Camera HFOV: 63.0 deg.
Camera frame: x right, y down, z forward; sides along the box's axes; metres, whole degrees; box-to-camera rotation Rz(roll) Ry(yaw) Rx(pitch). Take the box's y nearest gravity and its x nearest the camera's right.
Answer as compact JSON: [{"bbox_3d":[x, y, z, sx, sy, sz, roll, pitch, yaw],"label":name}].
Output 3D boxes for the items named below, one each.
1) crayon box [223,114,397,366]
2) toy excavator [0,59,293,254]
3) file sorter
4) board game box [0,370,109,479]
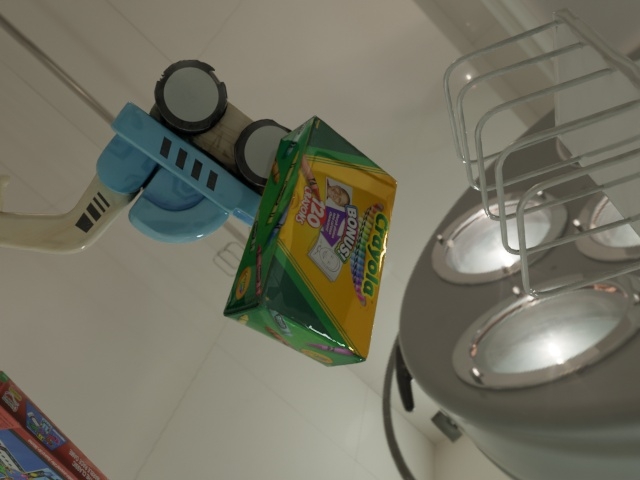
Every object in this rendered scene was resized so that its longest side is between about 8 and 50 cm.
[{"bbox_3d":[0.000,0.000,0.672,0.081,0.165,0.278,-22,-136,45],"label":"crayon box"},{"bbox_3d":[-0.307,-0.084,0.859,0.445,0.433,0.222,-56,-169,-3],"label":"toy excavator"},{"bbox_3d":[0.271,-0.104,0.618,0.173,0.193,0.278,-18,-136,9],"label":"file sorter"},{"bbox_3d":[-0.298,0.227,0.511,0.145,0.281,0.027,-7,-141,10],"label":"board game box"}]
